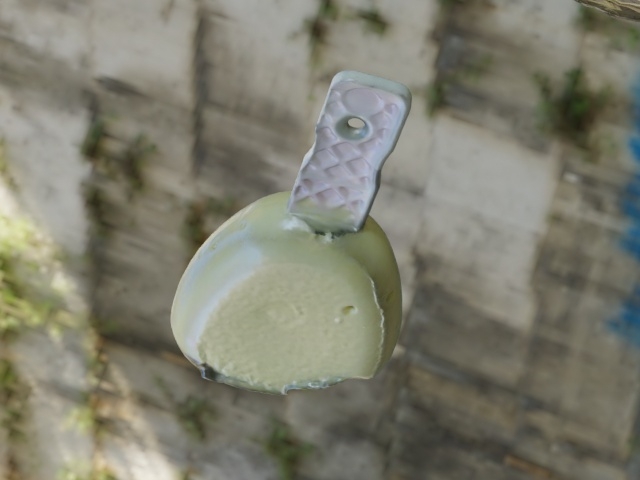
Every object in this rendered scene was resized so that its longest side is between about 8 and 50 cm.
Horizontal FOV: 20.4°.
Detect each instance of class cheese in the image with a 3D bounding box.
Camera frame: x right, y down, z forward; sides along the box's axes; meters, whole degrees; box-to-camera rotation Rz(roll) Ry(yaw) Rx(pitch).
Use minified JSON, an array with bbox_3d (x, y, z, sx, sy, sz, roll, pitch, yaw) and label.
[{"bbox_3d":[0.000,0.000,0.942,0.255,0.127,0.050,114,171,-52],"label":"cheese"}]

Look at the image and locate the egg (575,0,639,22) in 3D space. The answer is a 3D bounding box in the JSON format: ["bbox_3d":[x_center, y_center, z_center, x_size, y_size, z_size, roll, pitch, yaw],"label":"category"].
[{"bbox_3d":[0.161,-0.197,0.689,0.289,0.238,0.238,15,-85,-50],"label":"egg"}]
